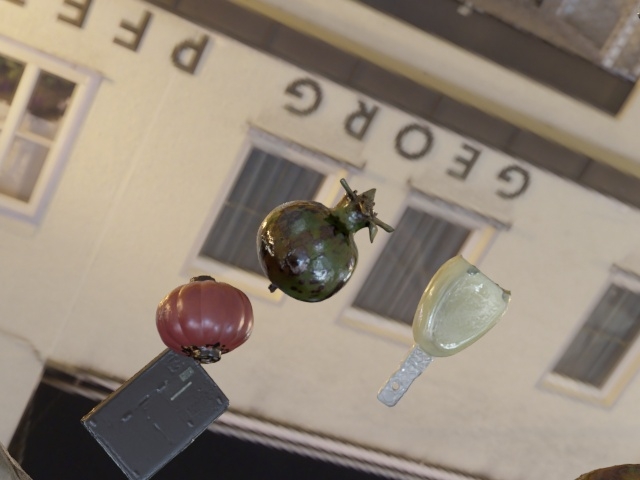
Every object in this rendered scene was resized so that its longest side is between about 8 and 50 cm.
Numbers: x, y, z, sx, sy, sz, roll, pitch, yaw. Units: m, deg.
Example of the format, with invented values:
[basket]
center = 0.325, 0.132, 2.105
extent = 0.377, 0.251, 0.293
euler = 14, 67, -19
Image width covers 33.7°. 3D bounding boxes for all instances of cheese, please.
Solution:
[cheese]
center = 0.172, 0.146, 1.586
extent = 0.127, 0.251, 0.054
euler = 36, -177, -21

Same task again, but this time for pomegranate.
[pomegranate]
center = 0.001, 0.006, 1.359
extent = 0.148, 0.169, 0.148
euler = 51, -156, -33

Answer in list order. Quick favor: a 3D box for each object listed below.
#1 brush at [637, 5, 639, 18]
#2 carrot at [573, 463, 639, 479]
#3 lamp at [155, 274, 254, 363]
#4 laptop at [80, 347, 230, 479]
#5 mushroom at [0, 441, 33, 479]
[brush]
center = 0.212, -0.166, 0.504
extent = 0.033, 0.178, 0.030
euler = 30, 163, 42
[carrot]
center = 0.191, 0.302, 0.814
extent = 0.114, 0.114, 0.302
euler = 30, -129, 5
[lamp]
center = -0.125, 0.085, 1.145
extent = 0.107, 0.107, 0.092
euler = 11, -117, -36
[laptop]
center = -0.262, 0.281, 1.715
extent = 0.154, 0.207, 0.026
euler = 54, 163, -14
[mushroom]
center = -0.352, 0.243, 1.078
extent = 0.351, 0.097, 0.109
euler = 62, -176, -6
